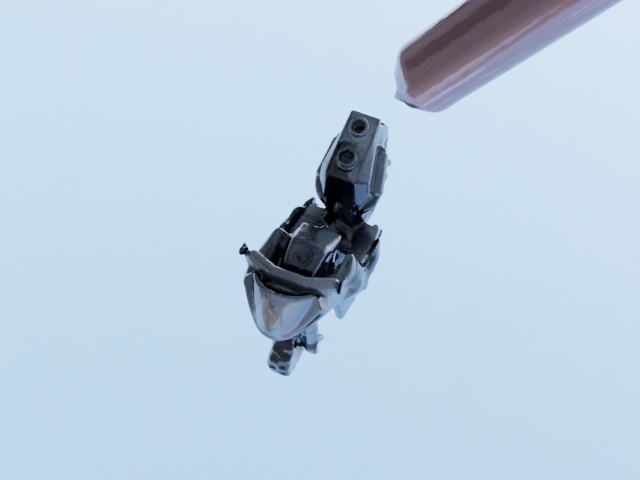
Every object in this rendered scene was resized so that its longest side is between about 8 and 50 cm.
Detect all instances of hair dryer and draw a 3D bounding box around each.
[{"bbox_3d":[0.180,-0.181,0.688,0.352,0.125,0.210,-29,-171,34],"label":"hair dryer"}]

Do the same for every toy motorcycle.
[{"bbox_3d":[0.000,0.000,1.123,0.106,0.159,0.271,21,-94,15],"label":"toy motorcycle"}]
